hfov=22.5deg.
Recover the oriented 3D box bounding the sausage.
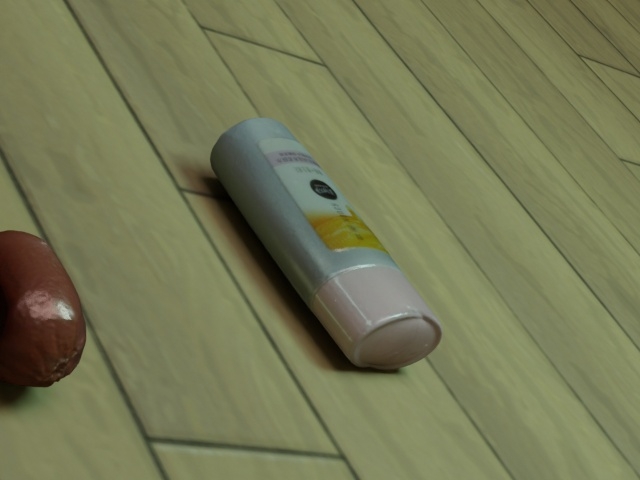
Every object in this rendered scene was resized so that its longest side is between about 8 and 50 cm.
[{"bbox_3d":[-0.149,0.033,0.803,0.054,0.059,0.094,20,25,-44],"label":"sausage"}]

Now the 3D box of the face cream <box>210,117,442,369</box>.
[{"bbox_3d":[0.000,0.000,1.061,0.084,0.057,0.198,6,37,-47],"label":"face cream"}]
